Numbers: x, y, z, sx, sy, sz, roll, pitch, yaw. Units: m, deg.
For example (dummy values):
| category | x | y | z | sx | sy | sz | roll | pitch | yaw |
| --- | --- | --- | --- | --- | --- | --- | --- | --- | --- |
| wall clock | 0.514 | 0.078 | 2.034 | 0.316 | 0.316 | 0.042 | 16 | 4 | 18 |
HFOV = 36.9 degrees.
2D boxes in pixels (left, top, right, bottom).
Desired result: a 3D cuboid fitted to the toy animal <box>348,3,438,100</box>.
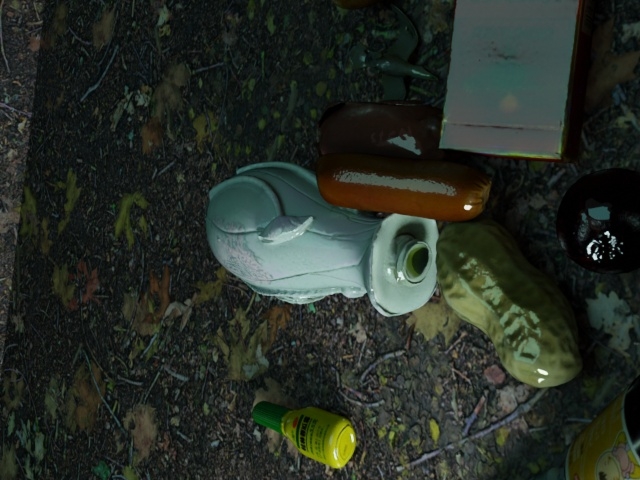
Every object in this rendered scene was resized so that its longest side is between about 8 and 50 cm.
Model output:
| category | x | y | z | sx | sy | sz | roll | pitch | yaw |
| --- | --- | --- | --- | --- | --- | --- | --- | --- | --- |
| toy animal | 0.126 | -0.293 | 1.655 | 0.155 | 0.095 | 0.219 | 31 | 112 | 50 |

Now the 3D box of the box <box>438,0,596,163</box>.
| category | x | y | z | sx | sy | sz | roll | pitch | yaw |
| --- | --- | --- | --- | --- | --- | --- | --- | --- | --- |
| box | 0.295 | -0.278 | 1.427 | 0.197 | 0.089 | 0.313 | 8 | 93 | 29 |

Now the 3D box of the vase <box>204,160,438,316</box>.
| category | x | y | z | sx | sy | sz | roll | pitch | yaw |
| --- | --- | --- | --- | --- | --- | --- | --- | --- | --- |
| vase | 0.000 | 0.000 | 1.689 | 0.445 | 0.250 | 0.250 | 14 | 98 | 44 |

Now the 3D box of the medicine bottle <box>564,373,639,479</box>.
| category | x | y | z | sx | sy | sz | roll | pitch | yaw |
| --- | --- | --- | --- | --- | --- | --- | --- | --- | --- |
| medicine bottle | 0.403 | 0.349 | 1.207 | 0.242 | 0.242 | 0.395 | 57 | 140 | 34 |

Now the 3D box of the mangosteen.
| category | x | y | z | sx | sy | sz | roll | pitch | yaw |
| --- | --- | --- | --- | --- | --- | --- | --- | --- | --- |
| mangosteen | 0.396 | -0.031 | 1.306 | 0.152 | 0.152 | 0.152 | -4 | 85 | 49 |

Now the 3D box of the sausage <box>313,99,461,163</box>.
| category | x | y | z | sx | sy | sz | roll | pitch | yaw |
| --- | --- | --- | --- | --- | --- | --- | --- | --- | --- |
| sausage | 0.112 | -0.163 | 1.610 | 0.280 | 0.152 | 0.152 | 11 | 96 | 38 |

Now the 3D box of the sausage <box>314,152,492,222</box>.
| category | x | y | z | sx | sy | sz | roll | pitch | yaw |
| --- | --- | --- | --- | --- | --- | --- | --- | --- | --- |
| sausage | 0.118 | -0.085 | 1.489 | 0.300 | 0.083 | 0.089 | 6 | 137 | 27 |

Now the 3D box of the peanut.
| category | x | y | z | sx | sy | sz | roll | pitch | yaw |
| --- | --- | --- | --- | --- | --- | --- | --- | --- | --- |
| peanut | 0.275 | 0.088 | 1.428 | 0.313 | 0.149 | 0.149 | 53 | 125 | 31 |

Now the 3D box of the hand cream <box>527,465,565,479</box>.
| category | x | y | z | sx | sy | sz | roll | pitch | yaw |
| --- | --- | --- | --- | --- | --- | --- | --- | --- | --- |
| hand cream | 0.302 | 0.411 | 1.451 | 0.256 | 0.055 | 0.088 | -50 | 48 | 43 |

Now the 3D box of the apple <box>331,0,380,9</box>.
| category | x | y | z | sx | sy | sz | roll | pitch | yaw |
| --- | --- | --- | --- | --- | --- | --- | --- | --- | --- |
| apple | 0.065 | -0.480 | 1.694 | 0.146 | 0.146 | 0.146 | -4 | 85 | 49 |

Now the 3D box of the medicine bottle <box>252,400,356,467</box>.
| category | x | y | z | sx | sy | sz | roll | pitch | yaw |
| --- | --- | --- | --- | --- | --- | --- | --- | --- | --- |
| medicine bottle | -0.037 | 0.355 | 1.825 | 0.260 | 0.064 | 0.095 | 9 | 95 | 50 |
